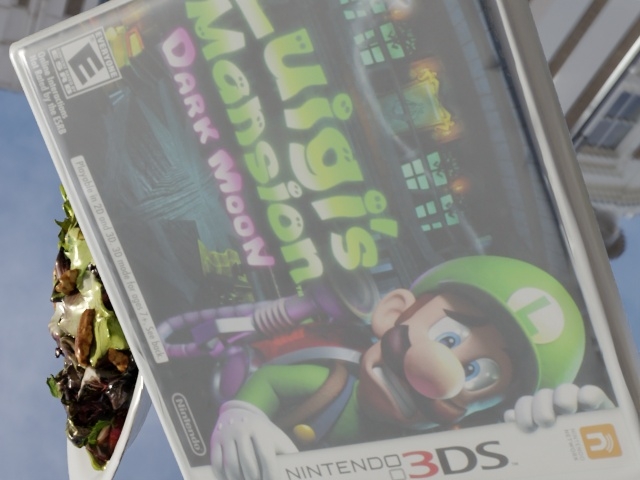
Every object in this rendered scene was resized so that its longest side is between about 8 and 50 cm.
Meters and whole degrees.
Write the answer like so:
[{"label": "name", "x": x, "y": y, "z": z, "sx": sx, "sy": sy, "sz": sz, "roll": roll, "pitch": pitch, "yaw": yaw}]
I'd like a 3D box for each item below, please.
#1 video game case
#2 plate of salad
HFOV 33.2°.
[{"label": "video game case", "x": 0.000, "y": 0.000, "z": 0.348, "sx": 0.022, "sy": 0.173, "sz": 0.190, "roll": -38, "pitch": -69, "yaw": -59}, {"label": "plate of salad", "x": -0.110, "y": 0.030, "z": 0.529, "sx": 0.048, "sy": 0.200, "sz": 0.199, "roll": 12, "pitch": -133, "yaw": -21}]
